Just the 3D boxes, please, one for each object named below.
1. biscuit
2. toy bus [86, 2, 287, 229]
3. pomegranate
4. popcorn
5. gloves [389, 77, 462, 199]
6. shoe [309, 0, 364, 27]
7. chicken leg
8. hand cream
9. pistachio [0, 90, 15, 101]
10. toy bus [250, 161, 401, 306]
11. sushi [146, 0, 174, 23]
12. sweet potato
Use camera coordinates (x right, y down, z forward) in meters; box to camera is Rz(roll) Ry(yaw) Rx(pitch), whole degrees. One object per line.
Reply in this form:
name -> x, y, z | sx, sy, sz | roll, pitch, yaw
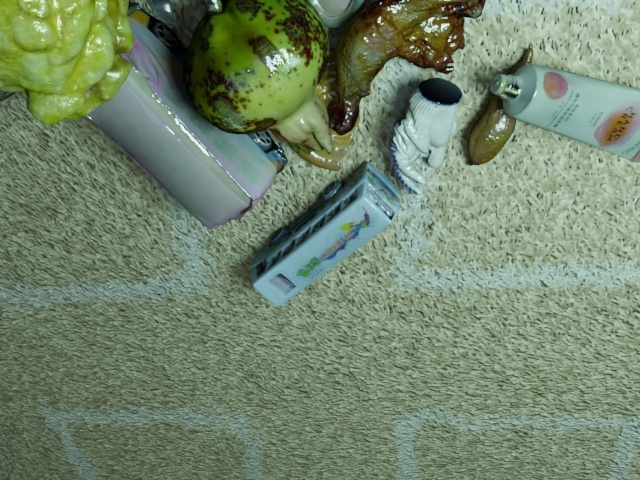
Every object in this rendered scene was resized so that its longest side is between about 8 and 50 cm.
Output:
biscuit -> -0.002, -0.226, 0.989 | 0.145, 0.033, 0.224 | 15, 126, -4
toy bus -> -0.242, -0.198, 0.963 | 0.171, 0.162, 0.386 | -31, 116, 27
pomegranate -> -0.075, -0.237, 0.862 | 0.222, 0.204, 0.276 | -29, 98, 15
popcorn -> -0.350, -0.282, 0.703 | 0.235, 0.250, 0.241 | -36, 91, 10
gloves -> 0.172, -0.165, 0.965 | 0.119, 0.097, 0.229 | -16, 136, -22
shoe -> 0.057, -0.407, 0.808 | 0.103, 0.100, 0.251 | 25, 128, -11
chicken leg -> 0.120, -0.296, 0.880 | 0.323, 0.083, 0.177 | -30, 135, 11
hand cream -> 0.418, -0.204, 0.906 | 0.341, 0.077, 0.124 | 10, 126, -18
pistachio -> -0.640, -0.308, 0.927 | 0.288, 0.166, 0.197 | 25, 111, -10
toy bus -> 0.000, 0.000, 1.090 | 0.109, 0.136, 0.330 | 41, 120, -18
sushi -> -0.133, -0.454, 0.677 | 0.300, 0.294, 0.281 | -15, 122, 19
sweet potato -> 0.296, -0.203, 0.948 | 0.068, 0.068, 0.226 | 17, 126, -5
